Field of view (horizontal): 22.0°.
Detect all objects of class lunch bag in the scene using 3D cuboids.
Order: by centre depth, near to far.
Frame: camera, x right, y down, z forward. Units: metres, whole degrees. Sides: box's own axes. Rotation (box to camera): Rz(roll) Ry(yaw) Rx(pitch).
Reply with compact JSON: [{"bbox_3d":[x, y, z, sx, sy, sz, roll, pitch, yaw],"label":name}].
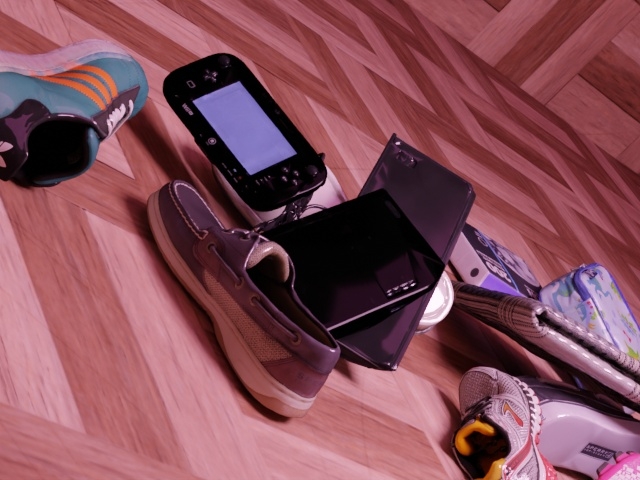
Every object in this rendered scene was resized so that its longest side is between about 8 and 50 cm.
[{"bbox_3d":[0.400,0.140,2.332,0.219,0.090,0.176,64,21,7],"label":"lunch bag"}]

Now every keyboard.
[{"bbox_3d":[0.041,-0.006,1.774,0.202,0.033,0.317,33,46,-3],"label":"keyboard"}]

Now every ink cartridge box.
[{"bbox_3d":[0.264,0.068,2.345,0.206,0.045,0.208,31,22,-41],"label":"ink cartridge box"}]

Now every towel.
[{"bbox_3d":[0.321,0.152,2.051,0.324,0.056,0.312,30,-5,-18],"label":"towel"}]

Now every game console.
[{"bbox_3d":[-0.046,-0.052,1.713,0.213,0.044,0.361,-22,64,-37],"label":"game console"}]

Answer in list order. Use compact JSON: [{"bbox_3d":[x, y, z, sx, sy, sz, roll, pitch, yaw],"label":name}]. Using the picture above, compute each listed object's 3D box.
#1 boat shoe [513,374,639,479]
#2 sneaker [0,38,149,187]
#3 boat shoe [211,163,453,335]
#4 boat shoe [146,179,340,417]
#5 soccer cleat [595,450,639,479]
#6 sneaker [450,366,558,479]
[{"bbox_3d":[0.332,0.234,2.018,0.301,0.108,0.102,21,30,-39],"label":"boat shoe"},{"bbox_3d":[-0.234,-0.104,1.485,0.121,0.108,0.302,49,25,12],"label":"sneaker"},{"bbox_3d":[0.000,0.000,1.849,0.319,0.116,0.099,37,-27,-2],"label":"boat shoe"},{"bbox_3d":[-0.068,0.037,1.543,0.103,0.092,0.285,24,26,-50],"label":"boat shoe"},{"bbox_3d":[0.398,0.324,1.900,0.143,0.116,0.331,40,11,28],"label":"soccer cleat"},{"bbox_3d":[0.187,0.203,1.761,0.093,0.088,0.225,35,19,-25],"label":"sneaker"}]
